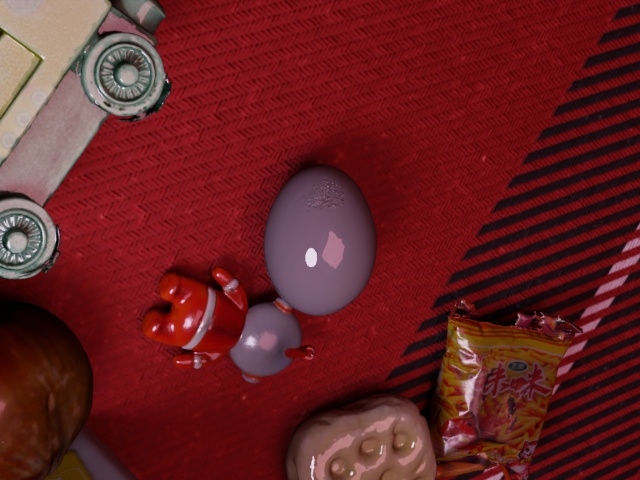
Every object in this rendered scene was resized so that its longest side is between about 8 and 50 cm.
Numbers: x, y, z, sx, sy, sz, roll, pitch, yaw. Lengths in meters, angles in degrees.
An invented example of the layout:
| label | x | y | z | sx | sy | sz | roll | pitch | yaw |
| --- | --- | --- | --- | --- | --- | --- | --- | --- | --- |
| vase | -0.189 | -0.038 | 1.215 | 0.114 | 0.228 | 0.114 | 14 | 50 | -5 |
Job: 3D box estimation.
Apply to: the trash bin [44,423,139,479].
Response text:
| label | x | y | z | sx | sy | sz | roll | pitch | yaw |
| --- | --- | --- | --- | --- | --- | --- | --- | --- | --- |
| trash bin | -0.275 | 0.401 | 1.444 | 0.256 | 0.367 | 0.296 | -24 | 117 | -20 |

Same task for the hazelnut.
| label | x | y | z | sx | sy | sz | roll | pitch | yaw |
| --- | --- | --- | --- | --- | --- | --- | --- | --- | --- |
| hazelnut | -0.370 | 0.181 | 1.391 | 0.251 | 0.217 | 0.217 | -45 | 129 | -39 |

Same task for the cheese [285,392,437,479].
| label | x | y | z | sx | sy | sz | roll | pitch | yaw |
| --- | --- | --- | --- | --- | --- | --- | --- | --- | --- |
| cheese | 0.064 | 0.317 | 1.765 | 0.235 | 0.117 | 0.218 | 41 | 84 | -29 |

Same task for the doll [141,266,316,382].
| label | x | y | z | sx | sy | sz | roll | pitch | yaw |
| --- | --- | --- | --- | --- | --- | --- | --- | --- | --- |
| doll | -0.109 | 0.115 | 1.615 | 0.245 | 0.076 | 0.142 | 19 | 100 | -31 |

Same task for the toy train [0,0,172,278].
| label | x | y | z | sx | sy | sz | roll | pitch | yaw |
| --- | --- | --- | --- | --- | --- | --- | --- | --- | --- |
| toy train | -0.344 | -0.140 | 1.329 | 0.253 | 0.160 | 0.397 | 36 | 87 | -29 |

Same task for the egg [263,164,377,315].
| label | x | y | z | sx | sy | sz | roll | pitch | yaw |
| --- | --- | --- | --- | --- | --- | --- | --- | --- | --- |
| egg | 0.000 | 0.000 | 1.591 | 0.146 | 0.146 | 0.199 | -4 | 104 | -30 |

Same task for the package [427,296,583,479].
| label | x | y | z | sx | sy | sz | roll | pitch | yaw |
| --- | --- | --- | --- | --- | --- | --- | --- | --- | --- |
| package | 0.253 | 0.232 | 1.862 | 0.223 | 0.108 | 0.288 | 11 | 98 | -26 |
